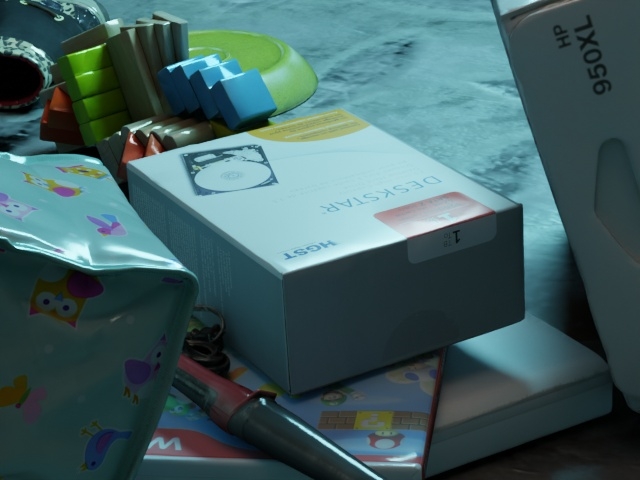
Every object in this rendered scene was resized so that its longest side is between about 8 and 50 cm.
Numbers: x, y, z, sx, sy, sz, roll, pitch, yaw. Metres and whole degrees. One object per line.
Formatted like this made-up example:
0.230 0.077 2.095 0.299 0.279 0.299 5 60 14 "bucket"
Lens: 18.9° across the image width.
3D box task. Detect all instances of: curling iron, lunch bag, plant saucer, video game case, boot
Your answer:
-0.035 0.097 1.150 0.068 0.035 0.274 -18 28 -29 "curling iron"
-0.190 0.093 1.092 0.160 0.262 0.223 10 16 -23 "lunch bag"
-0.123 -0.171 1.950 0.241 0.037 0.241 -2 23 1 "plant saucer"
-0.021 0.082 1.258 0.204 0.025 0.285 1 25 9 "video game case"
-0.356 -0.203 1.999 0.236 0.085 0.178 3 27 14 "boot"

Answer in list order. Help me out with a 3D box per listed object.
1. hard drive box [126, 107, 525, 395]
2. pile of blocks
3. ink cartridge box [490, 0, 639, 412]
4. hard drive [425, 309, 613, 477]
0.000 0.000 1.297 0.181 0.089 0.232 -16 28 -26 "hard drive box"
-0.146 -0.107 1.669 0.113 0.149 0.362 -23 31 -38 "pile of blocks"
0.230 -0.097 1.357 0.166 0.285 0.395 -19 18 8 "ink cartridge box"
-0.015 0.105 1.292 0.353 0.047 0.233 -15 26 -26 "hard drive"
